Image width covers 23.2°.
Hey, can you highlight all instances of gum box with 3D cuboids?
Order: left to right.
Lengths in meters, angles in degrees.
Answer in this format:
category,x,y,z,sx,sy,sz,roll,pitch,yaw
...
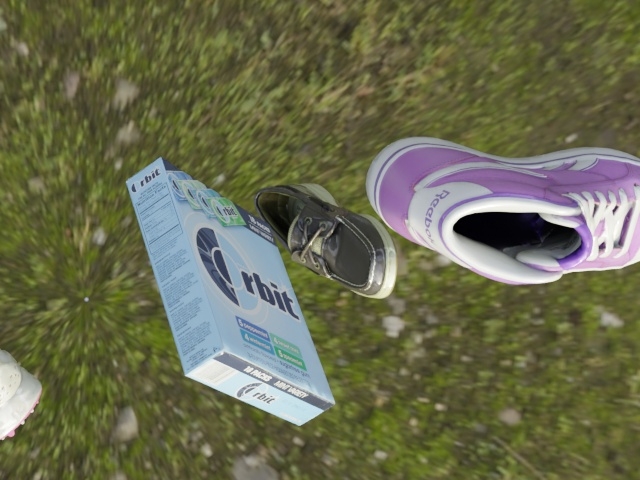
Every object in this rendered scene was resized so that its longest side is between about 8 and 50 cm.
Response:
category,x,y,z,sx,sy,sz,roll,pitch,yaw
gum box,-0.071,0.042,1.225,0.041,0.157,0.184,-33,56,19

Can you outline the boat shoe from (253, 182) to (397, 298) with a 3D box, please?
category,x,y,z,sx,sy,sz,roll,pitch,yaw
boat shoe,0.000,-0.001,1.535,0.073,0.223,0.080,2,110,-27

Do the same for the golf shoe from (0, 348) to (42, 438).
category,x,y,z,sx,sy,sz,roll,pitch,yaw
golf shoe,-0.440,0.129,1.651,0.115,0.306,0.140,-64,142,-38

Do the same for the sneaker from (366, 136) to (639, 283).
category,x,y,z,sx,sy,sz,roll,pitch,yaw
sneaker,0.189,-0.006,1.177,0.282,0.161,0.102,1,107,-26
